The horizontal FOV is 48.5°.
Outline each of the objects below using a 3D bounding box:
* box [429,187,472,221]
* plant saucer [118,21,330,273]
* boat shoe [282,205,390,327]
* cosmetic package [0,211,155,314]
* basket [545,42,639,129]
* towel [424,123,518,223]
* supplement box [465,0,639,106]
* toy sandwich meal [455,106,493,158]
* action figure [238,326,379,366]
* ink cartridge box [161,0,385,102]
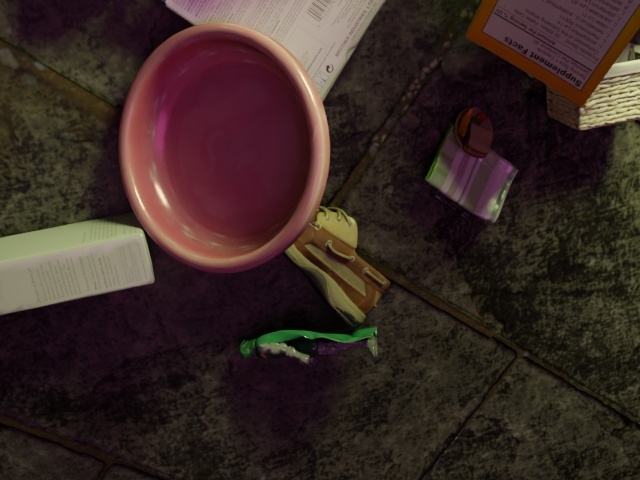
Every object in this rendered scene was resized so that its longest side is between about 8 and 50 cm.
[{"bbox_3d":[0.237,-0.081,1.208,0.083,0.018,0.067,32,100,-24],"label":"box"},{"bbox_3d":[-0.127,-0.124,0.976,0.332,0.084,0.332,4,98,27],"label":"plant saucer"},{"bbox_3d":[0.000,0.000,1.131,0.120,0.122,0.324,-41,124,-3],"label":"boat shoe"},{"bbox_3d":[-0.364,0.031,1.036,0.231,0.117,0.085,-13,112,-9],"label":"cosmetic package"},{"bbox_3d":[0.459,-0.250,1.153,0.167,0.113,0.103,-11,117,-11],"label":"basket"},{"bbox_3d":[0.253,-0.109,1.178,0.152,0.023,0.113,29,78,-23],"label":"towel"},{"bbox_3d":[0.372,-0.390,0.910,0.194,0.195,0.356,36,139,11],"label":"supplement box"},{"bbox_3d":[0.253,-0.177,1.152,0.086,0.029,0.085,3,84,-26],"label":"toy sandwich meal"},{"bbox_3d":[-0.023,0.177,1.183,0.232,0.137,0.063,-3,78,10],"label":"action figure"},{"bbox_3d":[-0.082,-0.348,0.993,0.311,0.065,0.185,29,100,-26],"label":"ink cartridge box"}]
